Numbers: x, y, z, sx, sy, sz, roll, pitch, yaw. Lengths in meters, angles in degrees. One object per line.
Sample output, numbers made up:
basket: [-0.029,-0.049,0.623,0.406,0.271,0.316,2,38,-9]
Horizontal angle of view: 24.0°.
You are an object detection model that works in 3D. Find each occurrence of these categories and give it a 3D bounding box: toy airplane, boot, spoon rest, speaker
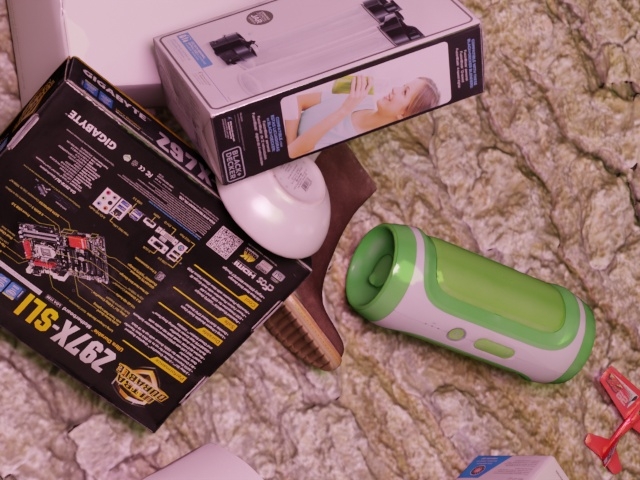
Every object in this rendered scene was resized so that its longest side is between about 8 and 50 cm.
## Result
toy airplane: [0.398,0.240,1.954,0.151,0.028,0.151,5,79,-28]
boot: [0.000,0.000,1.723,0.207,0.090,0.248,-40,99,-27]
spoon rest: [-0.023,-0.078,1.561,0.137,0.084,0.276,44,40,-8]
speaker: [0.181,0.077,1.797,0.296,0.131,0.131,21,72,-26]

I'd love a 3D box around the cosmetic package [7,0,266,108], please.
cosmetic package: [-0.143,-0.250,1.643,0.365,0.155,0.197,-5,85,-30]

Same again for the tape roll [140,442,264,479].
tape roll: [-0.128,0.348,1.502,0.169,0.246,0.246,-26,96,-31]

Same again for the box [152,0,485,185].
box: [-0.001,-0.176,1.504,0.290,0.169,0.087,-20,131,-14]

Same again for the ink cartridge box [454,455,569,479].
ink cartridge box: [0.185,0.343,1.743,0.203,0.148,0.086,-42,105,-28]

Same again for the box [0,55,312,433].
box: [-0.208,0.010,1.524,0.322,0.079,0.257,38,109,-19]
